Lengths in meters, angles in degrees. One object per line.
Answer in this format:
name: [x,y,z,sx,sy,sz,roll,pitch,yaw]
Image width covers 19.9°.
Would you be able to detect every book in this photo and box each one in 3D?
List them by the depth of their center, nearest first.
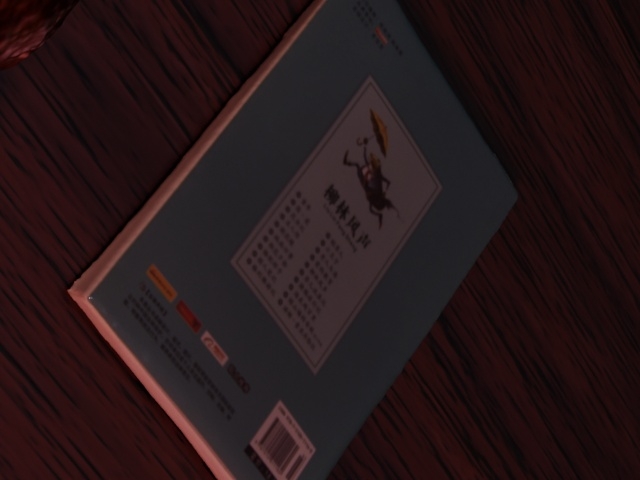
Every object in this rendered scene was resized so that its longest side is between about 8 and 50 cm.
book: [0.000,0.000,1.344,0.379,0.031,0.264,-53,124,-32]

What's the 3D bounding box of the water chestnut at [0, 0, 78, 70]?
water chestnut: [-0.231,-0.239,0.921,0.350,0.302,0.350,24,54,-37]
